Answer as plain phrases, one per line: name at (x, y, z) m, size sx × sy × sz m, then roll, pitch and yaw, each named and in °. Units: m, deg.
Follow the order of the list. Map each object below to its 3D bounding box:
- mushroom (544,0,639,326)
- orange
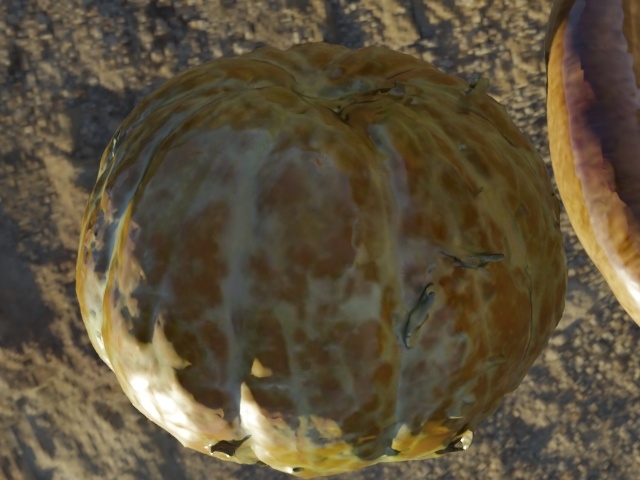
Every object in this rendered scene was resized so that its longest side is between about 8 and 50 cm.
mushroom at (0.232, -0.057, 0.492) m, size 0.278 × 0.278 × 0.146 m, roll 55°, pitch 168°, yaw 10°
orange at (0.000, 0.000, 0.732) m, size 0.329 × 0.329 × 0.249 m, roll 26°, pitch 128°, yaw 29°
